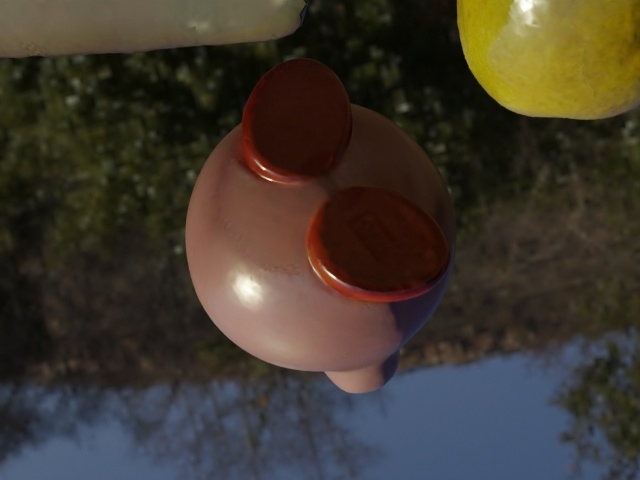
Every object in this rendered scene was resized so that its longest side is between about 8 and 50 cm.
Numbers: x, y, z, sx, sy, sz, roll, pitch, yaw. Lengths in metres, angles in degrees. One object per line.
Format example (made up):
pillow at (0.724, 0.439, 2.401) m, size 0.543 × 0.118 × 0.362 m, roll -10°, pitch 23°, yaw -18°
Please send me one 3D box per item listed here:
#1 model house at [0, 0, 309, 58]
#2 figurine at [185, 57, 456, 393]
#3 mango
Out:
model house at (-0.061, -0.193, 0.676) m, size 0.219 × 0.199 × 0.229 m, roll 7°, pitch -145°, yaw 4°
figurine at (0.000, 0.000, 1.051) m, size 0.173 × 0.173 × 0.173 m, roll -14°, pitch -170°, yaw 2°
mango at (0.146, -0.189, 0.882) m, size 0.130 × 0.262 × 0.167 m, roll 15°, pitch 180°, yaw 9°
